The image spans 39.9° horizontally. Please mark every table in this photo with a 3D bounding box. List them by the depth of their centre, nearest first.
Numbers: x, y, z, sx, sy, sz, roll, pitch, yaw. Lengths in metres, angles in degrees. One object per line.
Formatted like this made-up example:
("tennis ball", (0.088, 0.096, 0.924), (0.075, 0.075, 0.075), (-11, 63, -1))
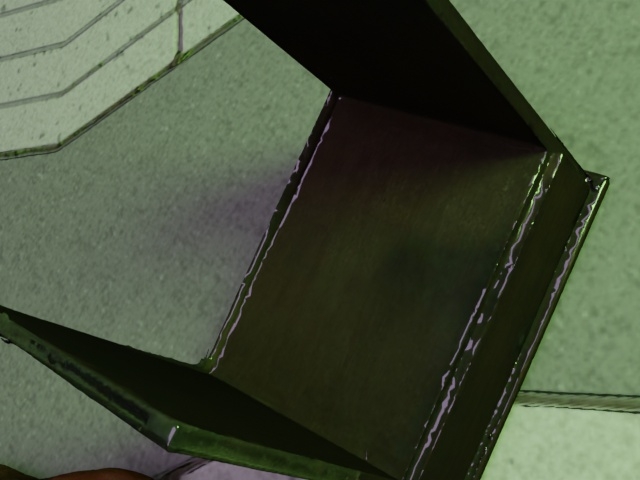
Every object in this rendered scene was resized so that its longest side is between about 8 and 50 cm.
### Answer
("table", (0.000, 0.000, 0.530), (0.196, 0.282, 0.251), (23, 85, 38))

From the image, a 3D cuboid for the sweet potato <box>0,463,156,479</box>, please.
("sweet potato", (-0.232, 0.230, 0.720), (0.291, 0.097, 0.097), (-6, 69, 34))
